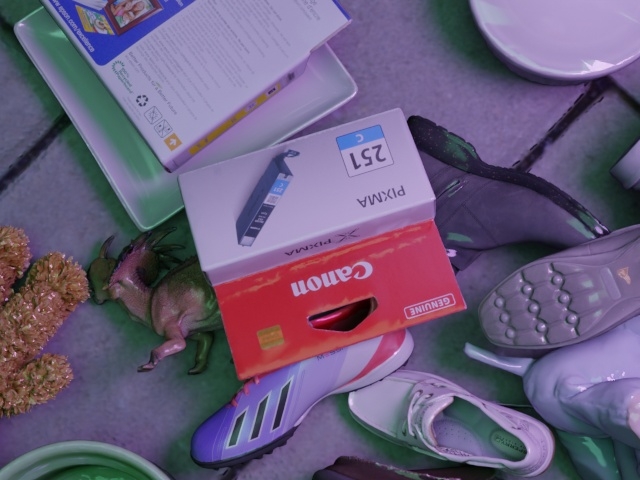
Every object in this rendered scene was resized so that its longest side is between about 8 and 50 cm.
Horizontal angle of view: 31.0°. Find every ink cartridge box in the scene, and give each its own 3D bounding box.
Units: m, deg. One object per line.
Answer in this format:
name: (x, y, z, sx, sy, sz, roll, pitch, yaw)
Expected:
ink cartridge box: (0.000, 0.000, 1.404, 0.296, 0.066, 0.261, -18, 67, -2)
ink cartridge box: (-0.167, -0.299, 1.510, 0.307, 0.072, 0.304, -36, 81, -5)

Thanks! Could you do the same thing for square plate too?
square plate: (-0.182, -0.240, 1.558, 0.347, 0.049, 0.344, -33, 81, -2)

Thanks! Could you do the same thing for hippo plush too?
hippo plush: (0.389, 0.168, 1.428, 0.294, 0.234, 0.236, 20, 59, 46)

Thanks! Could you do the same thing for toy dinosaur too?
toy dinosaur: (-0.155, 0.061, 1.484, 0.295, 0.127, 0.200, -12, 75, -5)

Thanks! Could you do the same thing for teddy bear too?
teddy bear: (-0.430, 0.137, 1.449, 0.245, 0.113, 0.338, 46, 68, -5)

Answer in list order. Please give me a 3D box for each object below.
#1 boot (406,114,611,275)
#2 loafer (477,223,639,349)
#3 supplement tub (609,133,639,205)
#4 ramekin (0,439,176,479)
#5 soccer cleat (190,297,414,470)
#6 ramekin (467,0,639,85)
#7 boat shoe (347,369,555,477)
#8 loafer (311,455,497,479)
boot: (0.192, 0.008, 1.469, 0.338, 0.118, 0.223, 30, 87, 27)
loafer: (0.336, 0.049, 1.332, 0.319, 0.111, 0.112, -21, 80, 27)
supplement tub: (0.546, -0.053, 1.402, 0.331, 0.241, 0.241, 42, 86, 7)
ramekin: (-0.284, 0.398, 1.425, 0.303, 0.148, 0.303, 0, 82, 2)
soccer cleat: (-0.038, 0.168, 1.448, 0.318, 0.108, 0.116, -31, 120, -5)
ramekin: (0.322, -0.327, 1.508, 0.272, 0.127, 0.273, 0, 82, 3)
boat shoe: (0.147, 0.218, 1.420, 0.277, 0.096, 0.098, 12, 85, 28)
loafer: (0.167, 0.346, 1.441, 0.365, 0.134, 0.130, 17, 42, 9)
